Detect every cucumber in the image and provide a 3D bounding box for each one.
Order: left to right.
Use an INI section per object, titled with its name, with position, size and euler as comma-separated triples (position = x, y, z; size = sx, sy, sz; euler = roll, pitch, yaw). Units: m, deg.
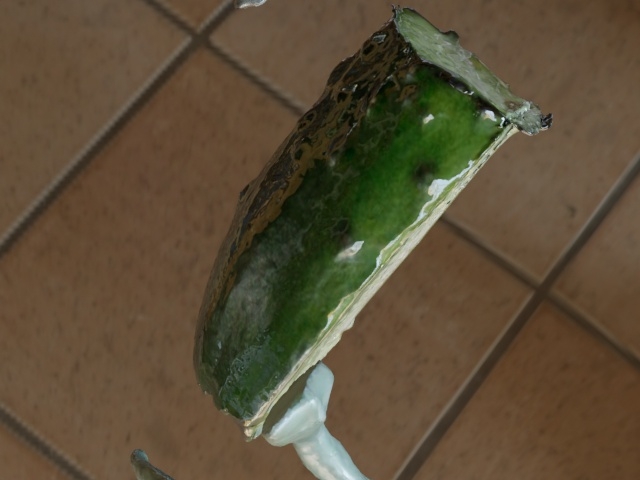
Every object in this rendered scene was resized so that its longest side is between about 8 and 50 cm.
[cucumber]
position = -0.003, -0.001, 1.083
size = 0.145, 0.325, 0.105
euler = 45, 26, 16

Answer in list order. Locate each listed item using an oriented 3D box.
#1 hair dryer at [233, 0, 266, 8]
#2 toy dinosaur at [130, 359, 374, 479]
[hair dryer]
position = -0.092, -0.276, 0.829
size = 0.121, 0.301, 0.361
euler = -19, 80, -2
[toy dinosaur]
position = 0.005, 0.141, 0.670
size = 0.205, 0.393, 0.092
euler = 46, 63, -26
